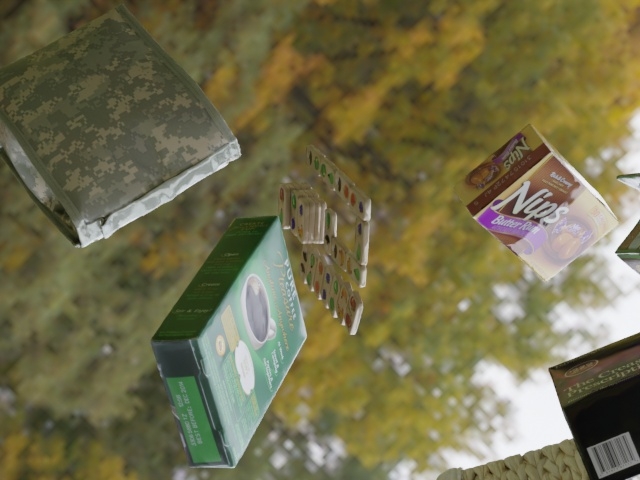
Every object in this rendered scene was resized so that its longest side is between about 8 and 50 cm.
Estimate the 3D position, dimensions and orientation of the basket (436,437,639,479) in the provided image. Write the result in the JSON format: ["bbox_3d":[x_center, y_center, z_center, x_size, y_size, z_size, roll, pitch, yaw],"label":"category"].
[{"bbox_3d":[0.335,0.470,2.314,0.266,0.331,0.328,-20,-142,16],"label":"basket"}]

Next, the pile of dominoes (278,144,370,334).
[{"bbox_3d":[0.000,0.000,2.325,0.040,0.196,0.251,-4,-159,-18],"label":"pile of dominoes"}]

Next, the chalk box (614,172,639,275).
[{"bbox_3d":[0.486,-0.003,2.172,0.179,0.289,0.180,-51,-172,-6],"label":"chalk box"}]

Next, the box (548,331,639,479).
[{"bbox_3d":[0.381,0.148,1.896,0.261,0.103,0.184,-22,-175,6],"label":"box"}]

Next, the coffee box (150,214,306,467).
[{"bbox_3d":[-0.063,0.071,1.334,0.040,0.113,0.184,-4,-152,21],"label":"coffee box"}]

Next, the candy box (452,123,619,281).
[{"bbox_3d":[0.234,-0.038,1.953,0.109,0.186,0.053,-39,-127,10],"label":"candy box"}]

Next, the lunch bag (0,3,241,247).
[{"bbox_3d":[-0.263,-0.126,2.286,0.235,0.169,0.287,-30,-128,-15],"label":"lunch bag"}]
